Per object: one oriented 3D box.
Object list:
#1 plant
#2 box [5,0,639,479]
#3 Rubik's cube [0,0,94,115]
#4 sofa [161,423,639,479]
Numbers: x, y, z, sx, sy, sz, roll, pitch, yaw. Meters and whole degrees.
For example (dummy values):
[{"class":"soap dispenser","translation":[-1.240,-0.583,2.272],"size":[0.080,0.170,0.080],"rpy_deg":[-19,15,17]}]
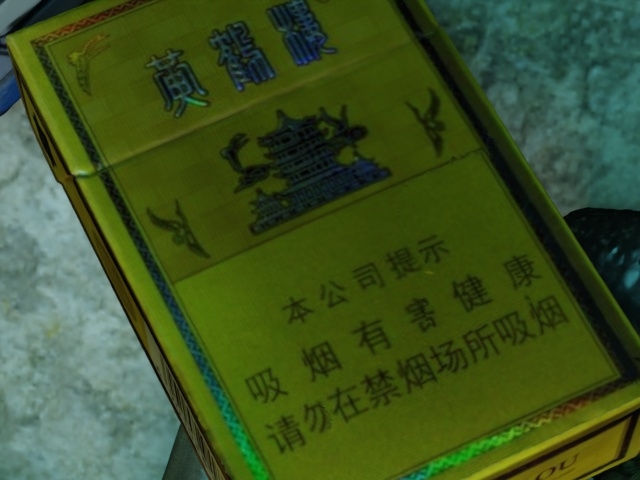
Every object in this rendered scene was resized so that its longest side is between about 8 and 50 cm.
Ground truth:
[{"class":"plant","translation":[0.185,0.029,0.983],"size":[0.143,0.094,0.092],"rpy_deg":[11,81,21]},{"class":"box","translation":[0.000,0.000,0.932],"size":[0.192,0.084,0.301],"rpy_deg":[-23,64,-13]},{"class":"Rubik's cube","translation":[-0.271,-0.180,0.956],"size":[0.293,0.287,0.292],"rpy_deg":[-40,85,10]},{"class":"sofa","translation":[0.040,0.174,0.970],"size":[0.258,0.182,0.200],"rpy_deg":[20,96,10]}]
